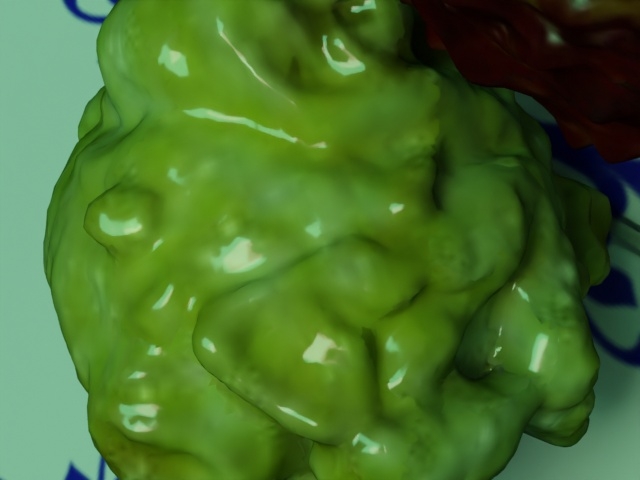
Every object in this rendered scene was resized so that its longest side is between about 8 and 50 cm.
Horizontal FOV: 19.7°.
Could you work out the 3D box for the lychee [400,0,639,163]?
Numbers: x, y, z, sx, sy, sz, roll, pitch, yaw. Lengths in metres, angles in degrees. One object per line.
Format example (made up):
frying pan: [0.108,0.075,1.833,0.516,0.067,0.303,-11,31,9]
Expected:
lychee: [0.197,-0.223,0.699,0.500,0.424,0.425,32,105,50]

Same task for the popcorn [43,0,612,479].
popcorn: [0.007,0.016,0.913,0.312,0.312,0.312,-3,84,35]
